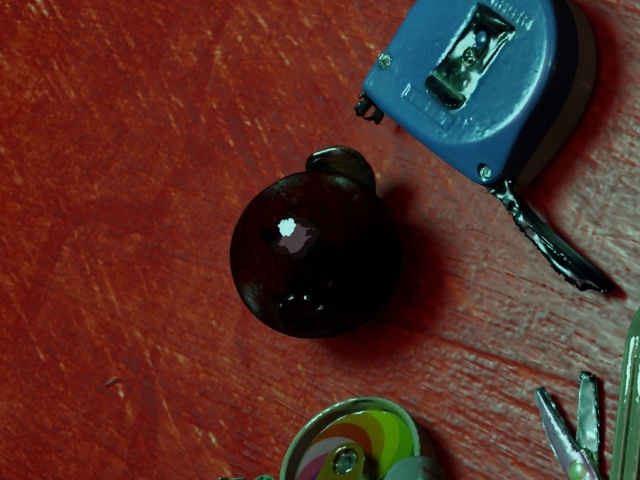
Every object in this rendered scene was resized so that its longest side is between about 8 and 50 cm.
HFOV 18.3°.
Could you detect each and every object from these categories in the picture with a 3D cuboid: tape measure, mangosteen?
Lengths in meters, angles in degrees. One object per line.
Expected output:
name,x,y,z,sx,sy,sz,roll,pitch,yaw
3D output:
tape measure,0.196,-0.123,1.881,0.351,0.098,0.215,42,105,37
mangosteen,0.000,0.000,1.967,0.200,0.200,0.200,-13,68,37

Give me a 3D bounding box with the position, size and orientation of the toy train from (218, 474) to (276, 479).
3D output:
toy train,-0.135,0.306,2.035,0.251,0.085,0.119,-13,80,38

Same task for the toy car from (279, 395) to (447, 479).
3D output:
toy car,0.035,0.250,1.880,0.235,0.145,0.235,-17,50,22

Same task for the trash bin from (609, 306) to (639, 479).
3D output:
trash bin,0.376,0.163,1.627,0.247,0.121,0.243,-1,76,36

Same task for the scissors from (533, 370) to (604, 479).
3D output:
scissors,0.238,0.211,1.788,0.133,0.020,0.187,-24,64,29
